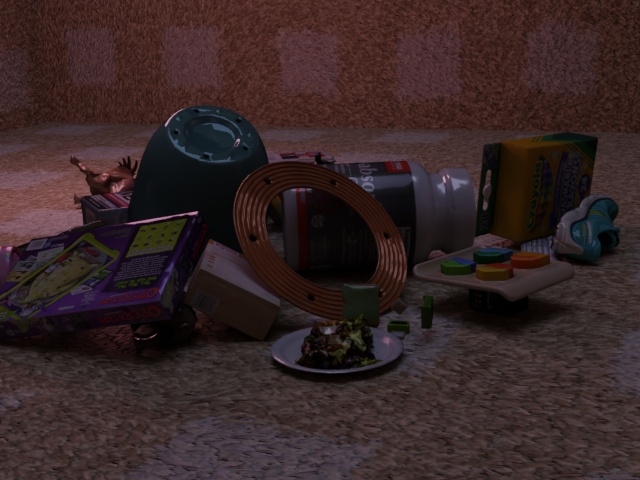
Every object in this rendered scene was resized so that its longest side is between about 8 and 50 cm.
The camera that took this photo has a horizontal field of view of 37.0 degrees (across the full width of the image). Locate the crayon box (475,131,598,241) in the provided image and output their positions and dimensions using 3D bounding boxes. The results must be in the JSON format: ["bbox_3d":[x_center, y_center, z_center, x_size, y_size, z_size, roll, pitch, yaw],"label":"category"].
[{"bbox_3d":[0.466,-0.115,2.045,0.323,0.203,0.083,-12,22,-42],"label":"crayon box"}]

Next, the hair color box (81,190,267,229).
[{"bbox_3d":[-0.327,-0.054,2.144,0.374,0.113,0.185,-8,16,-25],"label":"hair color box"}]

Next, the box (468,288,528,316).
[{"bbox_3d":[0.301,0.091,1.619,0.083,0.052,0.062,10,19,43],"label":"box"}]

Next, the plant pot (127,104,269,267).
[{"bbox_3d":[-0.235,-0.129,1.940,0.293,0.235,0.293,8,44,-8],"label":"plant pot"}]

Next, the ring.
[{"bbox_3d":[0.000,0.000,1.660,0.337,0.032,0.336,17,48,-19],"label":"ring"}]

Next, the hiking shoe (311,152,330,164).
[{"bbox_3d":[0.045,-0.078,2.012,0.086,0.227,0.114,-39,-8,-20],"label":"hiking shoe"}]

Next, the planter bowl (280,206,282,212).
[{"bbox_3d":[0.026,-0.090,2.145,0.217,0.090,0.217,12,28,-6],"label":"planter bowl"}]

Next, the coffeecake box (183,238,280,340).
[{"bbox_3d":[-0.141,0.078,1.583,0.142,0.068,0.185,26,12,-8],"label":"coffeecake box"}]

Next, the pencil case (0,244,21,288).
[{"bbox_3d":[-0.674,0.074,1.702,0.284,0.124,0.124,-4,15,-5],"label":"pencil case"}]

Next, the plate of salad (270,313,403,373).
[{"bbox_3d":[0.025,0.152,1.432,0.200,0.048,0.200,-1,15,0],"label":"plate of salad"}]

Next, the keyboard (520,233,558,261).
[{"bbox_3d":[0.455,0.008,1.995,0.072,0.014,0.256,1,15,11],"label":"keyboard"}]

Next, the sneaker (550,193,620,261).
[{"bbox_3d":[0.562,-0.015,1.962,0.110,0.107,0.275,27,31,23],"label":"sneaker"}]

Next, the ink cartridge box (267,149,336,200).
[{"bbox_3d":[-0.123,-0.149,2.418,0.309,0.130,0.272,-4,10,-7],"label":"ink cartridge box"}]

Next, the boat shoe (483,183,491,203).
[{"bbox_3d":[0.499,-0.109,2.333,0.219,0.077,0.070,5,15,-5],"label":"boat shoe"}]

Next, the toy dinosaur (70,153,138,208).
[{"bbox_3d":[-0.544,-0.148,2.537,0.200,0.127,0.296,-2,18,-30],"label":"toy dinosaur"}]

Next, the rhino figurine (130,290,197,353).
[{"bbox_3d":[-0.265,0.109,1.577,0.106,0.073,0.243,-12,19,-12],"label":"rhino figurine"}]

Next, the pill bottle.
[{"bbox_3d":[0.107,-0.051,1.878,0.363,0.210,0.210,-3,15,-4],"label":"pill bottle"}]

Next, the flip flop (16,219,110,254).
[{"bbox_3d":[-0.535,0.037,1.859,0.277,0.080,0.112,-22,10,-13],"label":"flip flop"}]

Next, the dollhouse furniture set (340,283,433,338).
[{"bbox_3d":[0.102,0.114,1.512,0.152,0.076,0.058,2,16,11],"label":"dollhouse furniture set"}]

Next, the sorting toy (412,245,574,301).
[{"bbox_3d":[0.292,0.045,1.612,0.193,0.038,0.208,-15,20,-40],"label":"sorting toy"}]

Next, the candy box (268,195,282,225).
[{"bbox_3d":[-0.132,-0.116,2.210,0.027,0.206,0.105,-38,26,-10],"label":"candy box"}]

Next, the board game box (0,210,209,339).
[{"bbox_3d":[-0.365,0.058,1.547,0.347,0.056,0.208,-8,36,23],"label":"board game box"}]
